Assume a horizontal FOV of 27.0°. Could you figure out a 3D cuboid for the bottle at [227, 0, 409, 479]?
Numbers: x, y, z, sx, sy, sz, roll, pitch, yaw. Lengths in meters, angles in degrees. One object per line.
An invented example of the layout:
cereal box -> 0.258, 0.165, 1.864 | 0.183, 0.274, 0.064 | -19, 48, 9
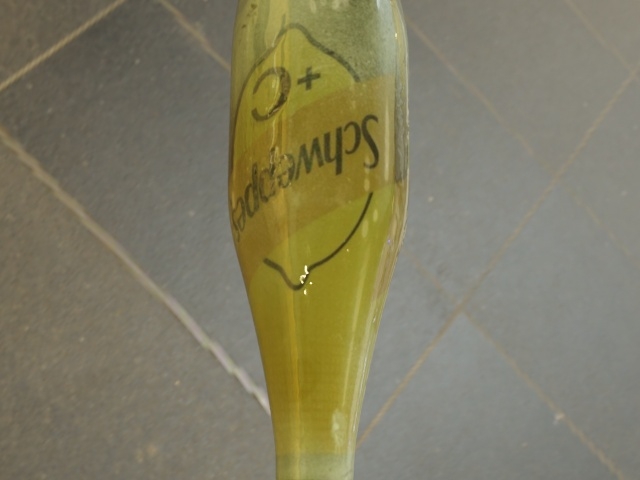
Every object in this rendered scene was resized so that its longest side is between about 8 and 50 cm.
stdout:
bottle -> 0.000, 0.000, 0.593 | 0.083, 0.083, 0.269 | 8, 74, -31
